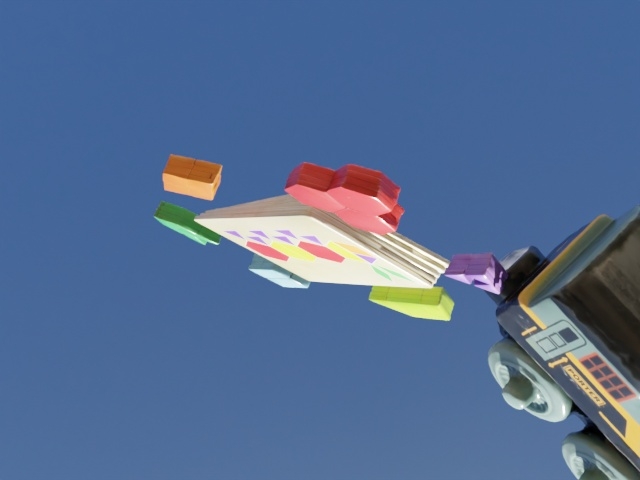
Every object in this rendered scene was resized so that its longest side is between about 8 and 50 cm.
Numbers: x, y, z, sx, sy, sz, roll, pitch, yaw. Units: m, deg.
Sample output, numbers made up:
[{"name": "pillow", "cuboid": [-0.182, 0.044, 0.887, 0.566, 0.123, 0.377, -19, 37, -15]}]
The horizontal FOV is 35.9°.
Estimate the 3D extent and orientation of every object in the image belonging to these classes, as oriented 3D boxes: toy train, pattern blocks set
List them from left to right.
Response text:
[{"name": "pattern blocks set", "cuboid": [0.000, 0.000, 0.794, 0.324, 0.285, 0.026, 4, -111, 46]}, {"name": "toy train", "cuboid": [0.255, 0.126, 0.695, 0.142, 0.190, 0.334, -39, -96, -18]}]
